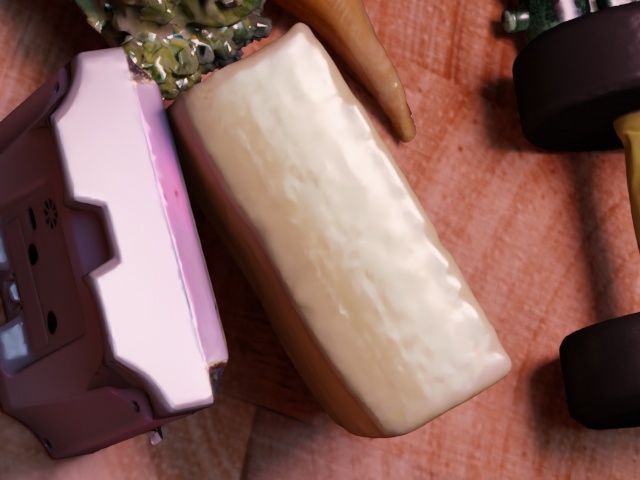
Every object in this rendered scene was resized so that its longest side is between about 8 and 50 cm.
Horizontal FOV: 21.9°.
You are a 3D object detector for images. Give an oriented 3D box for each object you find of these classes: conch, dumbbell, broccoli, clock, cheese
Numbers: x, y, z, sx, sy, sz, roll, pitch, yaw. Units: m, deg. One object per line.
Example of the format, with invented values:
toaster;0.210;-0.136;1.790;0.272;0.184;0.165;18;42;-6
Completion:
conch;-0.013;-0.214;1.308;0.093;0.109;0.330;-35;113;-32
dumbbell;0.279;-0.019;1.360;0.203;0.203;0.322;-1;75;-31
broccoli;-0.165;-0.181;1.188;0.274;0.177;0.199;-9;77;-13
clock;-0.158;0.018;1.099;0.083;0.186;0.253;-9;79;-35
cheese;0.000;0.000;1.156;0.124;0.242;0.265;-31;93;-4

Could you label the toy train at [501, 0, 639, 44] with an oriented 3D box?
toy train;0.219;-0.303;1.466;0.194;0.120;0.298;-12;88;-15
